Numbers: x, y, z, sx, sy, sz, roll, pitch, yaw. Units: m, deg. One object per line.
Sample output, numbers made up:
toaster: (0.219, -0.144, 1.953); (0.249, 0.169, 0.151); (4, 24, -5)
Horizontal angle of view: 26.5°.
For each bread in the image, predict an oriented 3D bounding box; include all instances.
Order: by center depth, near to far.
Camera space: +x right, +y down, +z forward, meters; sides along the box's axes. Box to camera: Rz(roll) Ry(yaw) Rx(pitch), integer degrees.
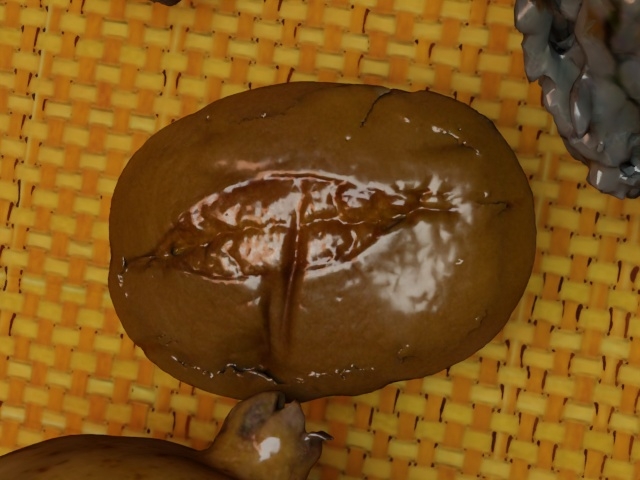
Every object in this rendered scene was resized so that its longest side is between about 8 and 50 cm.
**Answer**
bread: (0.000, 0.000, 0.856); (0.269, 0.142, 0.195); (-5, 90, 10)

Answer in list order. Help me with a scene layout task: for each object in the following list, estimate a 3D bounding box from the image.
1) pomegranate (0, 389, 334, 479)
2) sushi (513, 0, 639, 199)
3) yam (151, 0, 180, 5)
pomegranate: (-0.091, 0.245, 0.795); (0.342, 0.342, 0.342); (0, 91, 11)
sushi: (0.290, -0.158, 0.692); (0.417, 0.176, 0.417); (-1, 133, -1)
yam: (-0.071, -0.259, 0.872); (0.238, 0.129, 0.128); (-45, 114, 7)
